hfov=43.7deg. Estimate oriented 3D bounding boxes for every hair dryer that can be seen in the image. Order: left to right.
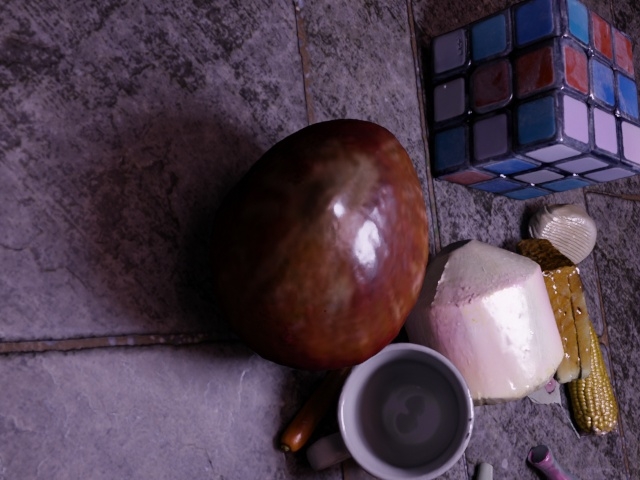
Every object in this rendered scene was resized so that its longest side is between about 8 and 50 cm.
[{"bbox_3d":[0.371,0.568,1.693,0.199,0.068,0.167,36,52,-43],"label":"hair dryer"}]

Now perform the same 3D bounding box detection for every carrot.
[{"bbox_3d":[0.002,0.285,1.437,0.043,0.043,0.248,55,48,-17],"label":"carrot"}]

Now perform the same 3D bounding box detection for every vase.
[{"bbox_3d":[0.561,0.562,1.841,0.214,0.086,0.086,50,51,-15],"label":"vase"}]

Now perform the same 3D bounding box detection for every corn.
[{"bbox_3d":[0.654,0.328,1.970,0.106,0.106,0.305,-4,78,-42],"label":"corn"}]

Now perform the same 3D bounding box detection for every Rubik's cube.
[{"bbox_3d":[0.487,-0.304,1.804,0.362,0.363,0.358,14,74,-43],"label":"Rubik's cube"}]

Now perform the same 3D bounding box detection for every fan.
[{"bbox_3d":[0.565,0.365,1.938,0.310,0.010,0.182,56,49,-15],"label":"fan"}]

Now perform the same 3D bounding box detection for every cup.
[{"bbox_3d":[0.123,0.330,1.416,0.227,0.301,0.257,64,2,19],"label":"cup"}]

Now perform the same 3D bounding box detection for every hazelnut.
[{"bbox_3d":[0.000,0.000,1.275,0.353,0.420,0.421,29,48,20],"label":"hazelnut"}]

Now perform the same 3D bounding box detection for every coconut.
[{"bbox_3d":[0.314,0.151,1.596,0.298,0.298,0.309,-17,92,-43],"label":"coconut"}]

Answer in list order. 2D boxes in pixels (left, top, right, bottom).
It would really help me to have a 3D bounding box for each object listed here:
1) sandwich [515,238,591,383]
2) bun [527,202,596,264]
[{"bbox_3d":[0.517,0.152,1.779,0.301,0.099,0.271,-78,160,-77],"label":"sandwich"},{"bbox_3d":[0.592,-0.022,1.987,0.173,0.167,0.113,53,7,-27],"label":"bun"}]
